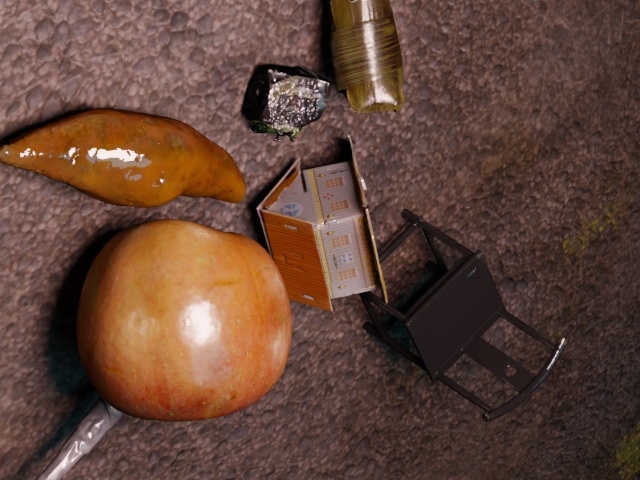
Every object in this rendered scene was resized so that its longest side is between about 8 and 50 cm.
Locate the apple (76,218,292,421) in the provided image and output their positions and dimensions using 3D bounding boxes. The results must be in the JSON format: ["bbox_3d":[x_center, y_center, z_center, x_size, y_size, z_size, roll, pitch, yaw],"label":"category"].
[{"bbox_3d":[-0.152,0.085,2.056,0.253,0.253,0.253,-25,131,-32],"label":"apple"}]

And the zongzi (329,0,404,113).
[{"bbox_3d":[0.052,-0.248,2.167,0.084,0.184,0.187,-6,99,2],"label":"zongzi"}]

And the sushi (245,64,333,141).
[{"bbox_3d":[-0.043,-0.159,2.134,0.083,0.056,0.085,3,112,-46],"label":"sushi"}]

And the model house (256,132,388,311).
[{"bbox_3d":[0.000,0.000,2.248,0.136,0.207,0.219,-12,135,-1],"label":"model house"}]

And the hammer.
[{"bbox_3d":[-0.301,0.248,2.094,0.152,0.044,0.427,47,61,-17],"label":"hammer"}]

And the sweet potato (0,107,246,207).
[{"bbox_3d":[-0.199,-0.088,1.989,0.359,0.112,0.112,3,114,-43],"label":"sweet potato"}]

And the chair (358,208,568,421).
[{"bbox_3d":[0.169,0.098,2.360,0.154,0.260,0.141,-44,139,-14],"label":"chair"}]
